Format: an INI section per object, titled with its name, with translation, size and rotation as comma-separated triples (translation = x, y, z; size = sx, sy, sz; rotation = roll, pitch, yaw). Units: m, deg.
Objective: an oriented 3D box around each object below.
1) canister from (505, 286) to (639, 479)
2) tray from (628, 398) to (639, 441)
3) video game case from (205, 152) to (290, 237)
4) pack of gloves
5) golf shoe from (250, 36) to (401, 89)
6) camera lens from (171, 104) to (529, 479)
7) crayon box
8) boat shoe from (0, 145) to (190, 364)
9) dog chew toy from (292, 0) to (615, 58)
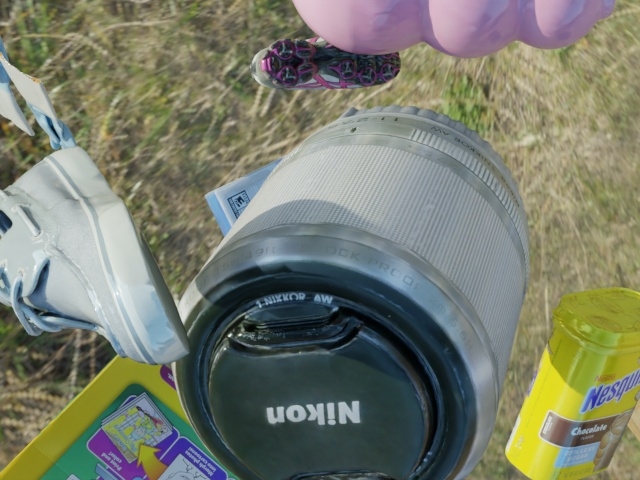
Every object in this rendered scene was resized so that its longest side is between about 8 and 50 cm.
[canister]
translation = 0.250, 0.137, 1.089
size = 0.073, 0.126, 0.170
rotation = 38, 122, 41
[tray]
translation = 0.487, 0.277, 1.407
size = 0.076, 0.203, 0.411
rotation = -33, 102, 27
[video game case]
translation = 0.000, 0.000, 1.695
size = 0.244, 0.061, 0.270
rotation = -27, 95, -21
[pack of gloves]
translation = -0.396, -0.205, 1.567
size = 0.195, 0.232, 0.046
rotation = 33, 71, 20
[golf shoe]
translation = 0.005, -0.216, 1.410
size = 0.186, 0.086, 0.068
rotation = -3, 92, -21
[camera lens]
translation = 0.032, 0.044, 0.838
size = 0.219, 0.274, 0.219
rotation = 8, 120, 14
[crayon box]
translation = -0.216, 0.361, 1.516
size = 0.363, 0.313, 0.106
rotation = 41, 141, 1
[boat shoe]
translation = -0.133, 0.016, 0.621
size = 0.081, 0.227, 0.079
rotation = -28, 119, -12
[dog chew toy]
translation = 0.138, -0.279, 1.200
size = 0.331, 0.206, 0.207
rotation = 12, 106, 9
